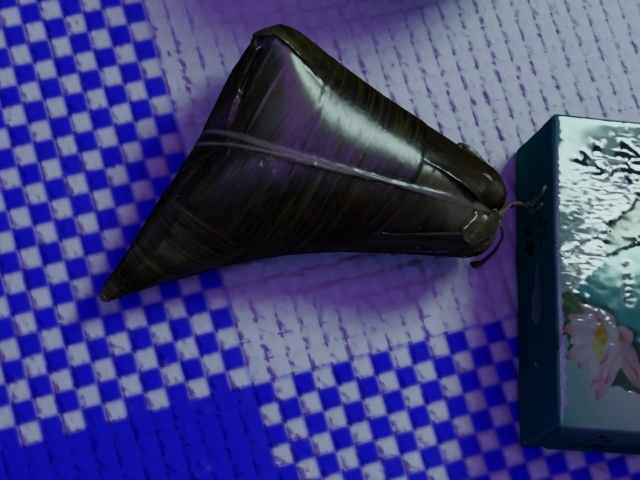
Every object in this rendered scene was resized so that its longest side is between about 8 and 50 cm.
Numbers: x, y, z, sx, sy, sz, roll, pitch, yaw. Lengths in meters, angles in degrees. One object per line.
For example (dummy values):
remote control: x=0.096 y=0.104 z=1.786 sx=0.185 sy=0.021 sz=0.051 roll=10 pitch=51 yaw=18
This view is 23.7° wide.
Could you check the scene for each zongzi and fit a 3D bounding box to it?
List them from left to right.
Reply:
zongzi: x=0.000 y=0.000 z=1.127 sx=0.247 sy=0.111 sz=0.241 roll=32 pitch=88 yaw=-9

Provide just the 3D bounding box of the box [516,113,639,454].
box: x=0.233 y=0.036 z=1.161 sx=0.153 sy=0.092 sz=0.245 roll=4 pitch=74 yaw=-11
